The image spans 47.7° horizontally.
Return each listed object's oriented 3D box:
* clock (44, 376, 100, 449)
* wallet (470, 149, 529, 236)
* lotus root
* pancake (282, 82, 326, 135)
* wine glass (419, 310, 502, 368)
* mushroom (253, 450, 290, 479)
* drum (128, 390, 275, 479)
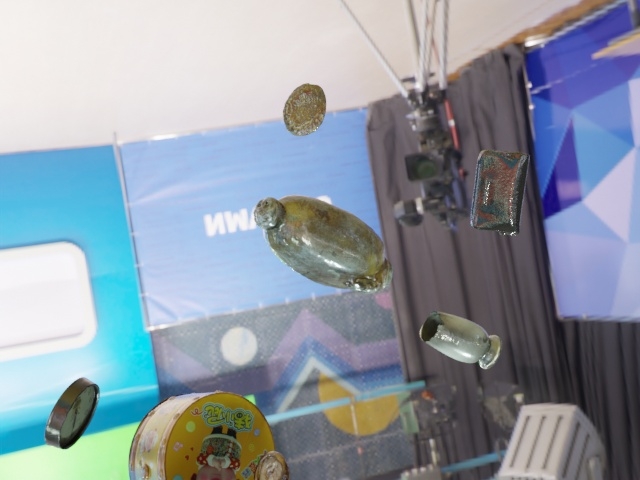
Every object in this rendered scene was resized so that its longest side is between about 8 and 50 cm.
[{"bbox_3d":[-0.616,0.434,1.810,0.040,0.184,0.184,21,-177,10],"label":"clock"},{"bbox_3d":[0.517,-0.136,2.097,0.149,0.250,0.044,7,-168,5],"label":"wallet"},{"bbox_3d":[0.000,-0.002,1.564,0.350,0.174,0.175,30,157,-26],"label":"lotus root"},{"bbox_3d":[-0.033,-0.268,1.482,0.115,0.114,0.011,-11,169,30],"label":"pancake"},{"bbox_3d":[0.374,0.263,1.919,0.205,0.111,0.111,25,167,-14],"label":"wine glass"},{"bbox_3d":[-0.132,0.641,1.987,0.123,0.123,0.052,-11,145,38],"label":"mushroom"},{"bbox_3d":[-0.357,0.677,2.239,0.431,0.430,0.214,-7,173,-43],"label":"drum"}]
